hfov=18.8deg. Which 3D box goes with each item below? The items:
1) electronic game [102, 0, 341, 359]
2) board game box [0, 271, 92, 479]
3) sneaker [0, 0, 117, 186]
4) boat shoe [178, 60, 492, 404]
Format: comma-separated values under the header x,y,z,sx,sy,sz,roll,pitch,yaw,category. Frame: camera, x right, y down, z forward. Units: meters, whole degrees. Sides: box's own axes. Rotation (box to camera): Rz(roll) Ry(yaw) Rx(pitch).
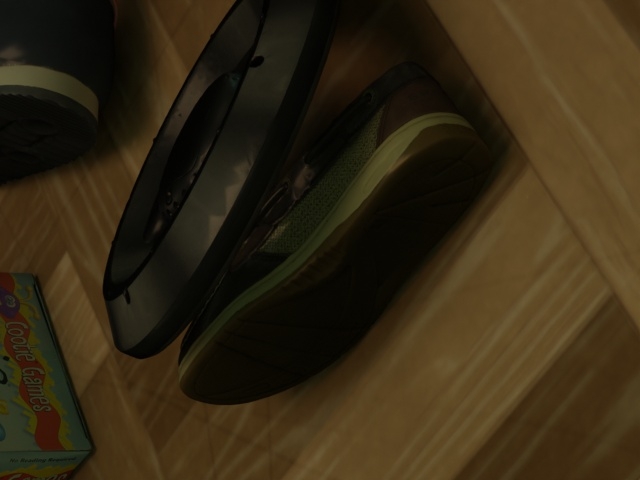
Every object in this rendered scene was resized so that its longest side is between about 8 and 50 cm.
x,y,z,sx,sy,sz,roll,pitch,yaw,category
-0.051,-0.044,1.003,0.229,0.048,0.229,-57,16,26,electronic game
-0.290,0.154,1.276,0.275,0.142,0.144,-49,52,37,board game box
-0.231,-0.110,1.275,0.319,0.112,0.131,-8,64,48,sneaker
0.000,-0.001,0.988,0.223,0.080,0.073,-47,46,33,boat shoe
